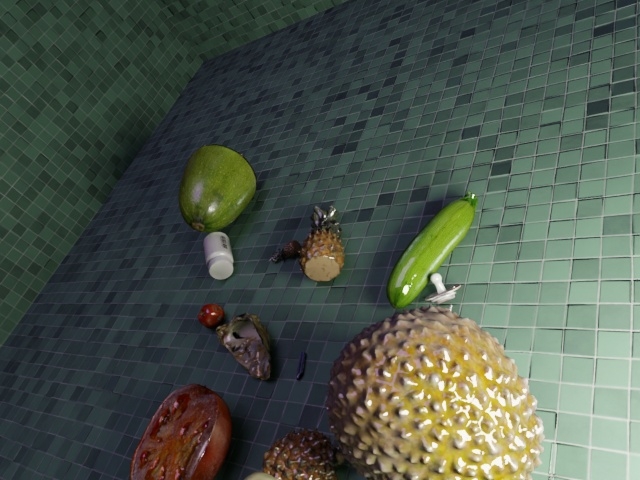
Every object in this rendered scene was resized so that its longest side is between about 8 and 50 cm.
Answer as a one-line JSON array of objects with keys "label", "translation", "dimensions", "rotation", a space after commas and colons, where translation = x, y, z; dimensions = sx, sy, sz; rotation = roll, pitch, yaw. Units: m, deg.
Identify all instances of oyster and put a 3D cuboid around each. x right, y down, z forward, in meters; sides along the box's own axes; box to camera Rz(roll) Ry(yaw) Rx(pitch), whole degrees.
[{"label": "oyster", "translation": [-0.213, 0.327, 1.604], "dimensions": [0.166, 0.094, 0.294], "rotation": [-54, 46, 12]}]

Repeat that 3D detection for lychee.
[{"label": "lychee", "translation": [0.209, 0.314, 1.017], "dimensions": [0.380, 0.380, 0.432], "rotation": [-47, 50, -8]}]

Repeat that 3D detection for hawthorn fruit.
[{"label": "hawthorn fruit", "translation": [-0.377, 0.254, 1.797], "dimensions": [0.093, 0.093, 0.093], "rotation": [-23, 41, 22]}]

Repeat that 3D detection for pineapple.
[{"label": "pineapple", "translation": [-0.122, 0.046, 1.829], "dimensions": [0.124, 0.058, 0.058], "rotation": [-33, 36, 33]}, {"label": "pineapple", "translation": [-0.030, 0.509, 1.198], "dimensions": [0.193, 0.166, 0.166], "rotation": [-17, 42, 14]}, {"label": "pineapple", "translation": [0.000, 0.000, 1.702], "dimensions": [0.170, 0.141, 0.310], "rotation": [-50, 22, 31]}]

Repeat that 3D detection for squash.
[{"label": "squash", "translation": [-0.437, -0.182, 2.056], "dimensions": [0.310, 0.310, 0.309], "rotation": [-22, 23, 23]}, {"label": "squash", "translation": [0.301, 0.022, 1.436], "dimensions": [0.395, 0.107, 0.107], "rotation": [-50, 38, -12]}]

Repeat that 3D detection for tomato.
[{"label": "tomato", "translation": [-0.355, 0.563, 1.427], "dimensions": [0.338, 0.144, 0.338], "rotation": [-28, 37, 24]}]

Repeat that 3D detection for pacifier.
[{"label": "pacifier", "translation": [0.307, 0.121, 1.350], "dimensions": [0.099, 0.078, 0.081], "rotation": [-24, -3, 18]}]

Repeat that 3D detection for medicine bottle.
[{"label": "medicine bottle", "translation": [-0.385, 0.056, 1.990], "dimensions": [0.103, 0.103, 0.187], "rotation": [-35, 38, 8]}]

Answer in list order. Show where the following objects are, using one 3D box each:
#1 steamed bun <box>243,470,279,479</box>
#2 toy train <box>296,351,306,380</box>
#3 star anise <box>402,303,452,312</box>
[{"label": "steamed bun", "translation": [-0.108, 0.635, 1.044], "dimensions": [0.203, 0.289, 0.276], "rotation": [-28, -19, -45]}, {"label": "toy train", "translation": [-0.054, 0.354, 1.480], "dimensions": [0.017, 0.017, 0.083], "rotation": [-12, 45, 23]}, {"label": "star anise", "translation": [0.239, 0.234, 1.311], "dimensions": [0.204, 0.061, 0.180], "rotation": [-50, 31, -16]}]
